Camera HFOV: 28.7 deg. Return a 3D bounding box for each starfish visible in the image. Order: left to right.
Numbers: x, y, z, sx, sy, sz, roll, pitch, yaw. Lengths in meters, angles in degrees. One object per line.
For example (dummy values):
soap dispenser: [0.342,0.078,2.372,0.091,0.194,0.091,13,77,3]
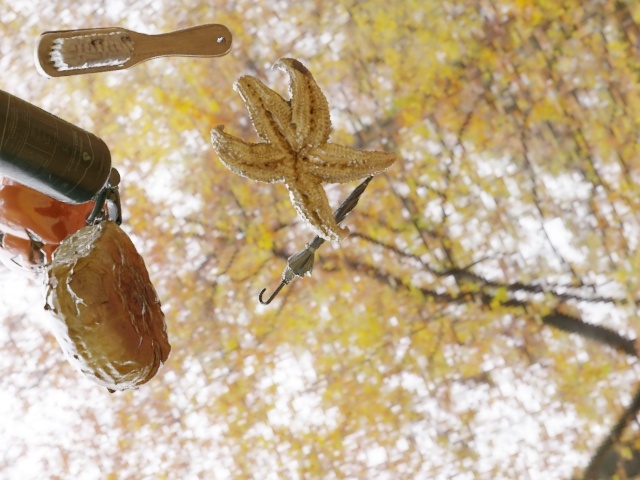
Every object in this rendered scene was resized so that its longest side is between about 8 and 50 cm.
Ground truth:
starfish: [-0.017,-0.107,1.531,0.071,0.216,0.238,-110,4,-79]

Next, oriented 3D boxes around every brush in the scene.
brush: [-0.266,-0.290,1.871,0.327,0.065,0.070,-12,-78,-35]

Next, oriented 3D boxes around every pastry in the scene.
pastry: [-0.267,0.080,1.562,0.229,0.100,0.218,23,-130,-70]

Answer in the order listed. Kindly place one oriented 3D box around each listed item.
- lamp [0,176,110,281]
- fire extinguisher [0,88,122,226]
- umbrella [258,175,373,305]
lamp: [-0.388,-0.037,1.764,0.187,0.164,0.187,17,-90,-75]
fire extinguisher: [-0.345,-0.105,1.510,0.311,0.095,0.114,24,-114,-52]
umbrella: [0.002,0.004,1.825,0.044,0.269,0.044,27,-158,-45]
